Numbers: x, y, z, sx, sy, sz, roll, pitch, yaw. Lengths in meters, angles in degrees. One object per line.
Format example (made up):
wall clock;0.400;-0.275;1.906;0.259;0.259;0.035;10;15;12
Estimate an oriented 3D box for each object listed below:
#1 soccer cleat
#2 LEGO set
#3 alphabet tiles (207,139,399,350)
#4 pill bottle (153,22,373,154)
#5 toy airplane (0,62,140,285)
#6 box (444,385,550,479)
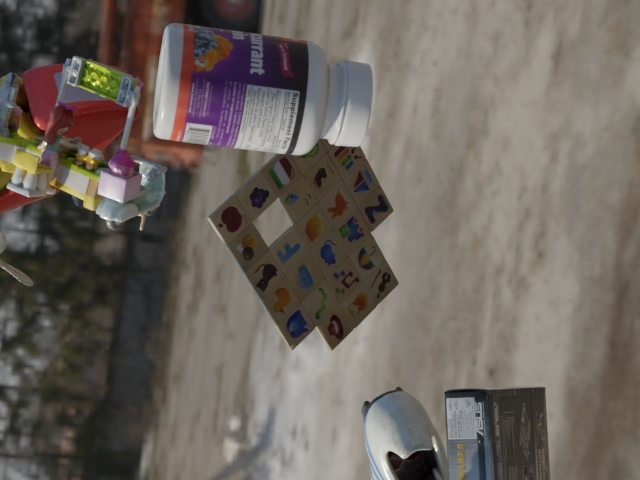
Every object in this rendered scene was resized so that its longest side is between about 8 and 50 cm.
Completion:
soccer cleat;0.133;0.359;2.060;0.143;0.116;0.331;-123;12;-47
LEGO set;-0.245;-0.102;1.134;0.132;0.287;0.107;-28;-44;-73
alphabet tiles;0.000;0.000;1.576;0.009;0.198;0.237;18;145;50
pill bottle;-0.054;-0.137;1.324;0.108;0.193;0.108;-174;90;-79
toy airplane;-0.440;-0.085;1.594;0.384;0.386;0.272;-63;-22;-13
box;0.205;0.280;1.609;0.183;0.056;0.231;7;-101;-62
